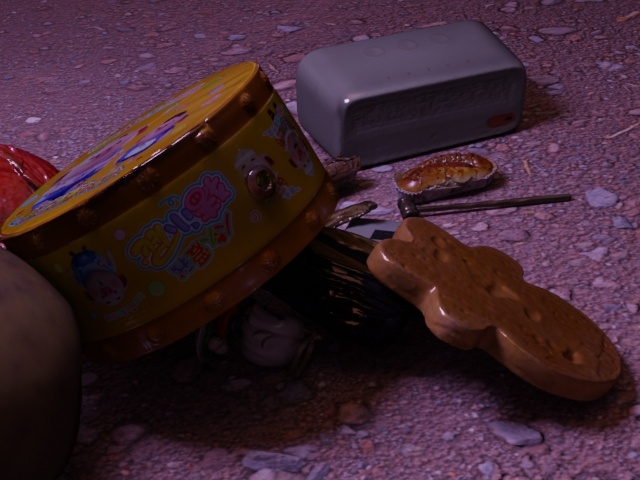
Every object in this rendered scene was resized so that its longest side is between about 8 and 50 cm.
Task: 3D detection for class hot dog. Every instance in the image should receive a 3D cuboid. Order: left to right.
[{"bbox_3d":[0.216,-0.112,2.004,0.192,0.053,0.099,-12,34,-10],"label":"hot dog"}]

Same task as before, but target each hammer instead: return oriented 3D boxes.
[{"bbox_3d":[0.277,-0.062,1.942,0.292,0.029,0.058,-5,32,-5],"label":"hammer"}]

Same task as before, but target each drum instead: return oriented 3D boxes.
[{"bbox_3d":[-0.198,-0.041,1.542,0.431,0.214,0.431,-30,17,10],"label":"drum"}]

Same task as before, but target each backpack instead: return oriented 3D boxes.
[{"bbox_3d":[0.014,0.054,1.609,0.258,0.133,0.206,27,19,4],"label":"backpack"}]

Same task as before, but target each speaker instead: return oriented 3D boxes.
[{"bbox_3d":[0.174,-0.271,2.166,0.406,0.183,0.184,-14,37,-17],"label":"speaker"}]

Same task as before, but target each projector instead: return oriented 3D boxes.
[{"bbox_3d":[0.100,0.015,1.794,0.147,0.061,0.115,6,33,20],"label":"projector"}]

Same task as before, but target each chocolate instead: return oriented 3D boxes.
[{"bbox_3d":[-0.068,-0.072,1.959,0.329,0.065,0.102,-27,5,-32],"label":"chocolate"}]

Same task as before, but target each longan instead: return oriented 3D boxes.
[{"bbox_3d":[-0.460,0.164,1.336,0.404,0.336,0.404,5,37,-4],"label":"longan"}]

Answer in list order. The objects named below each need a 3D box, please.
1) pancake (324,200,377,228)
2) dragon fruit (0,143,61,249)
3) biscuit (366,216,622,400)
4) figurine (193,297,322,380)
[{"bbox_3d":[0.000,0.000,1.794,0.184,0.020,0.190,-24,19,24],"label":"pancake"},{"bbox_3d":[-0.480,0.003,1.701,0.240,0.330,0.302,-25,31,8],"label":"dragon fruit"},{"bbox_3d":[0.230,0.093,1.527,0.355,0.052,0.275,32,27,7],"label":"biscuit"},{"bbox_3d":[-0.079,0.134,1.577,0.153,0.132,0.132,22,37,17],"label":"figurine"}]
